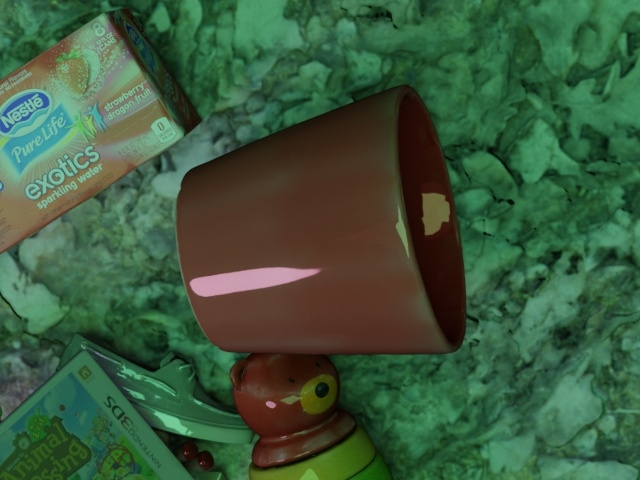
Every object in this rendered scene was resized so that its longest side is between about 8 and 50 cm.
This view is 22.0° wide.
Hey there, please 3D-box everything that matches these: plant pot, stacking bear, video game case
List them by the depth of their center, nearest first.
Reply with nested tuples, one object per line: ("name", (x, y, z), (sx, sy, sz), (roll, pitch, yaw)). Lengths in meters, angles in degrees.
("video game case", (-0.250, 0.248, 1.657), (0.193, 0.023, 0.212), (51, 57, -8))
("plant pot", (0.000, 0.000, 1.661), (0.243, 0.275, 0.275), (-11, 100, 14))
("stacking bear", (-0.004, 0.243, 1.743), (0.175, 0.164, 0.289), (-25, 99, -30))

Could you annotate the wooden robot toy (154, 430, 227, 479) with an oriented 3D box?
("wooden robot toy", (-0.165, 0.258, 1.763), (0.076, 0.079, 0.173), (-23, 136, 34))

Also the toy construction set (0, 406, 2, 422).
("toy construction set", (-0.330, 0.233, 1.745), (0.327, 0.215, 0.151), (39, 118, 0))

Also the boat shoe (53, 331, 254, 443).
("boat shoe", (-0.172, 0.158, 1.778), (0.227, 0.079, 0.081), (19, 89, -6))

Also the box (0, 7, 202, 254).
("box", (-0.293, -0.100, 1.706), (0.300, 0.142, 0.154), (-32, 97, 8))
